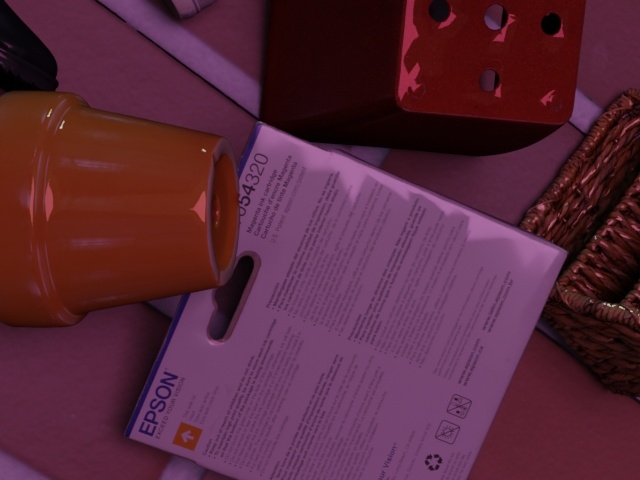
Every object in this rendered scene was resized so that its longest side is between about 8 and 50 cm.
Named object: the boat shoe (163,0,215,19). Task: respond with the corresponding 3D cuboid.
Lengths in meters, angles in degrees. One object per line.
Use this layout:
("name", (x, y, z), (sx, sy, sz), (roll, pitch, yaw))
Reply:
("boat shoe", (-0.157, -0.328, 1.267), (0.081, 0.079, 0.227), (-30, 104, -10))

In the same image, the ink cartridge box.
("ink cartridge box", (0.024, 0.092, 1.262), (0.330, 0.071, 0.324), (23, 95, -11))

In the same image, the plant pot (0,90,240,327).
("plant pot", (-0.172, -0.026, 1.132), (0.188, 0.205, 0.205), (0, 84, 8))

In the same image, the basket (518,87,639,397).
("basket", (0.376, -0.008, 1.405), (0.223, 0.213, 0.299), (46, 70, -14))

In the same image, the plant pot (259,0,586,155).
("plant pot", (0.114, -0.213, 1.261), (0.267, 0.236, 0.267), (3, 97, -21))

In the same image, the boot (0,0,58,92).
("boot", (-0.310, -0.267, 1.188), (0.246, 0.094, 0.207), (28, 79, -13))
